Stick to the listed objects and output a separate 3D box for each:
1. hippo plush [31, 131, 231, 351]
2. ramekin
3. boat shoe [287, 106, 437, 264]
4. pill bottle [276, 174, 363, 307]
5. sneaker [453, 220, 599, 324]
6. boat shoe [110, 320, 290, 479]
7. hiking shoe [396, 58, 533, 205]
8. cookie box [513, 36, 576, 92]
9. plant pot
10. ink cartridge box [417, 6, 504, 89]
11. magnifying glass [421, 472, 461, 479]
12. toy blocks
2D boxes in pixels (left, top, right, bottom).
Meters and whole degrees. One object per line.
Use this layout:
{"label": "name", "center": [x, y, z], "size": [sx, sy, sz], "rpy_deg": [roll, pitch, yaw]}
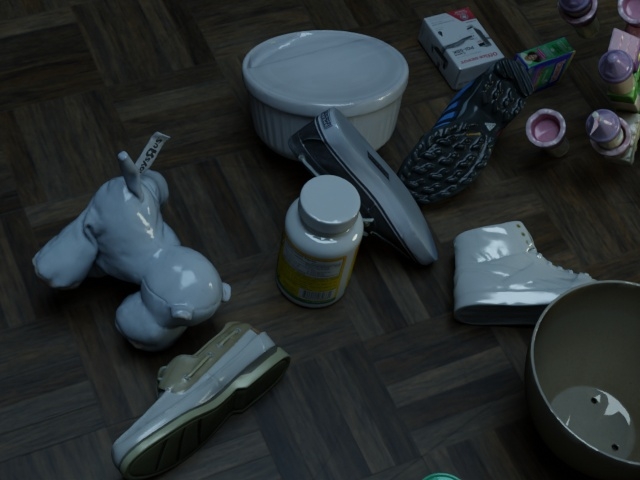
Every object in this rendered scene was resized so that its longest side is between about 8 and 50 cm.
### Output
{"label": "hippo plush", "center": [-0.234, 0.021, 1.710], "size": [0.236, 0.294, 0.234], "rpy_deg": [46, 27, 0]}
{"label": "ramekin", "center": [0.007, -0.231, 1.928], "size": [0.273, 0.127, 0.272], "rpy_deg": [1, 35, 0]}
{"label": "boat shoe", "center": [0.066, -0.063, 1.824], "size": [0.105, 0.306, 0.113], "rpy_deg": [-31, 33, 19]}
{"label": "pill bottle", "center": [0.000, 0.000, 1.757], "size": [0.118, 0.208, 0.117], "rpy_deg": [4, 55, -6]}
{"label": "sneaker", "center": [0.350, 0.045, 1.845], "size": [0.293, 0.108, 0.169], "rpy_deg": [4, 58, -5]}
{"label": "boat shoe", "center": [-0.181, 0.218, 1.645], "size": [0.103, 0.113, 0.302], "rpy_deg": [41, 49, 20]}
{"label": "hiking shoe", "center": [0.235, -0.168, 1.983], "size": [0.113, 0.132, 0.304], "rpy_deg": [46, 79, -6]}
{"label": "cookie box", "center": [0.388, -0.305, 2.102], "size": [0.107, 0.092, 0.040], "rpy_deg": [-23, 65, -22]}
{"label": "plant pot", "center": [0.409, 0.225, 1.677], "size": [0.284, 0.191, 0.284], "rpy_deg": [4, 56, -7]}
{"label": "ink cartridge box", "center": [0.253, -0.346, 2.130], "size": [0.099, 0.056, 0.135], "rpy_deg": [-19, 60, -21]}
{"label": "magnifying glass", "center": [0.182, 0.424, 1.605], "size": [0.092, 0.026, 0.231], "rpy_deg": [-4, 57, -12]}
{"label": "toy blocks", "center": [0.502, -0.269, 1.893], "size": [0.309, 0.260, 0.288], "rpy_deg": [13, 84, 22]}
